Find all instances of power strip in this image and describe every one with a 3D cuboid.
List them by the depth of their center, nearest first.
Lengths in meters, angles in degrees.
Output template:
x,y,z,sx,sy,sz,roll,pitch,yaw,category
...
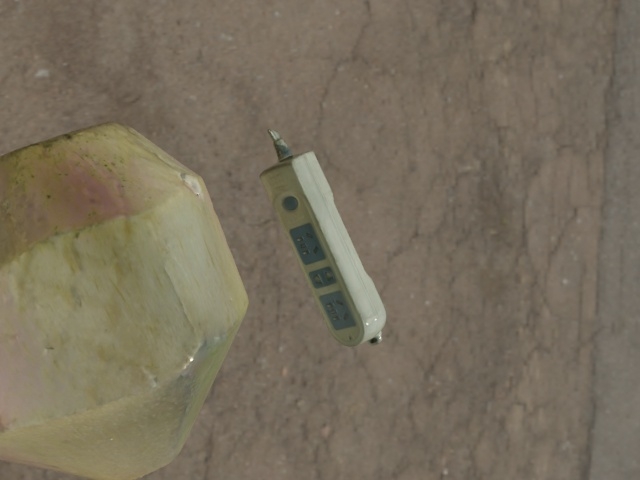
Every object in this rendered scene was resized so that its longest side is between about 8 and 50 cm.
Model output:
x,y,z,sx,sy,sz,roll,pitch,yaw,category
0.000,0.000,0.787,0.030,0.047,0.191,-30,97,-40,power strip

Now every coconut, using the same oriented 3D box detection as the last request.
x,y,z,sx,sy,sz,roll,pitch,yaw,category
-0.168,0.054,0.724,0.259,0.259,0.259,-1,91,-51,coconut
